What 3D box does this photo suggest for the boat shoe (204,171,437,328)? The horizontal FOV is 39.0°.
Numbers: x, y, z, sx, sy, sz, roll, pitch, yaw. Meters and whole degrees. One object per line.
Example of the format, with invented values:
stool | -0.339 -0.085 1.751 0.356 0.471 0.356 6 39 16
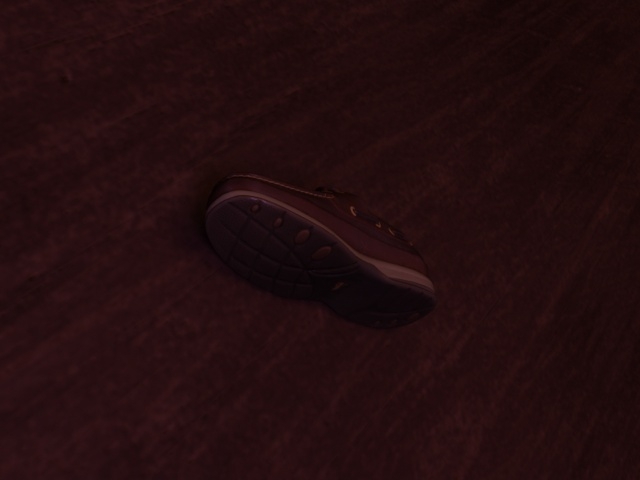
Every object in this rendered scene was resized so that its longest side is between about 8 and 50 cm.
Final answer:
boat shoe | 0.001 0.000 0.546 0.178 0.064 0.060 27 43 -40
